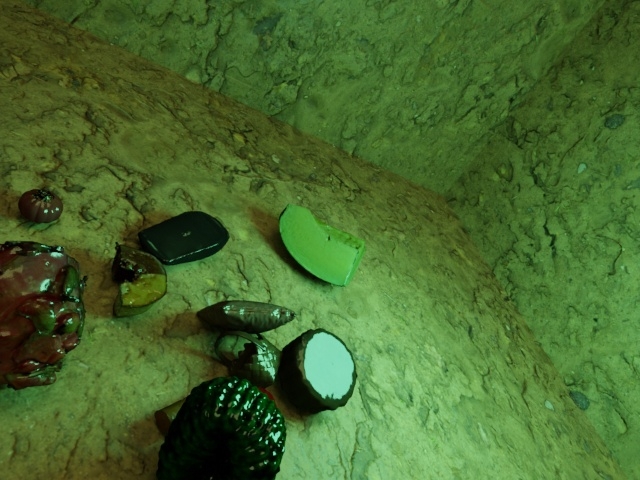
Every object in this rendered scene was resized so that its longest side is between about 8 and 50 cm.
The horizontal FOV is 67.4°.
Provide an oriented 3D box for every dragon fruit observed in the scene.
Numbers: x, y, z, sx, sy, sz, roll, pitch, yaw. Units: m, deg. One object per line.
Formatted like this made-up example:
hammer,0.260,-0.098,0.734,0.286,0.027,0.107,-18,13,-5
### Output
dragon fruit,-0.615,0.167,0.930,0.296,0.314,0.263,-5,73,-13

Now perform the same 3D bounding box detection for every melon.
melon,0.000,0.000,1.859,0.343,0.226,0.331,26,40,10

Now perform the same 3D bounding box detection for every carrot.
carrot,-0.280,0.384,1.140,0.067,0.067,0.225,48,33,22

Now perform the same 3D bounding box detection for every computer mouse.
computer mouse,-0.430,0.002,1.529,0.168,0.087,0.295,44,43,21

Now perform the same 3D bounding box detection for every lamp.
lamp,-0.761,-0.094,1.307,0.107,0.092,0.108,27,30,-17

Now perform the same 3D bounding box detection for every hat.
hat,-0.189,0.398,1.034,0.242,0.274,0.332,46,12,-2

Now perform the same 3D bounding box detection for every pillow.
pillow,-0.209,0.213,1.333,0.223,0.236,0.084,14,67,-26

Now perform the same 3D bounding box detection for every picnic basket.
picnic basket,-0.197,0.304,1.274,0.178,0.128,0.138,40,26,-12

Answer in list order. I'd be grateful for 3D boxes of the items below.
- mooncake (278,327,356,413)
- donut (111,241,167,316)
mooncake,-0.014,0.371,1.354,0.228,0.124,0.228,27,46,-32
donut,-0.492,0.120,1.285,0.141,0.085,0.217,16,35,-32
